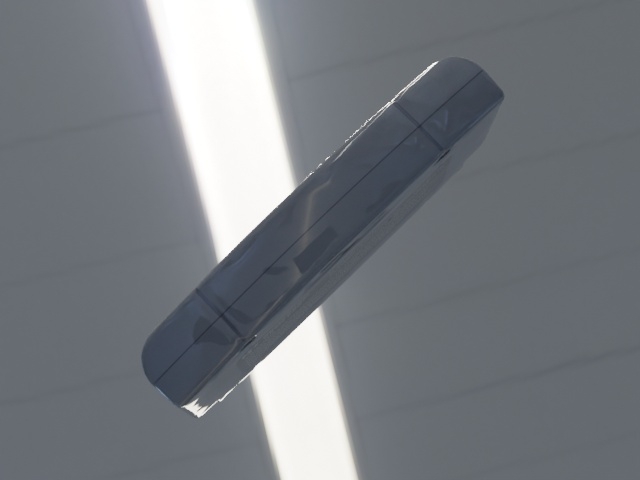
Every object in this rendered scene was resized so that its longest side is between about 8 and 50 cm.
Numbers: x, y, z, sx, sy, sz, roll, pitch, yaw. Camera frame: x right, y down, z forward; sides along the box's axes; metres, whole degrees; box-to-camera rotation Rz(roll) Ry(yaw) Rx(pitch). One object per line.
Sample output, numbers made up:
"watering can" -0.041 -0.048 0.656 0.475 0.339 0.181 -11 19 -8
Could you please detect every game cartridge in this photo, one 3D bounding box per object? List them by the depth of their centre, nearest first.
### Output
"game cartridge" 0.000 0.000 1.094 0.294 0.060 0.196 -44 -3 -7
